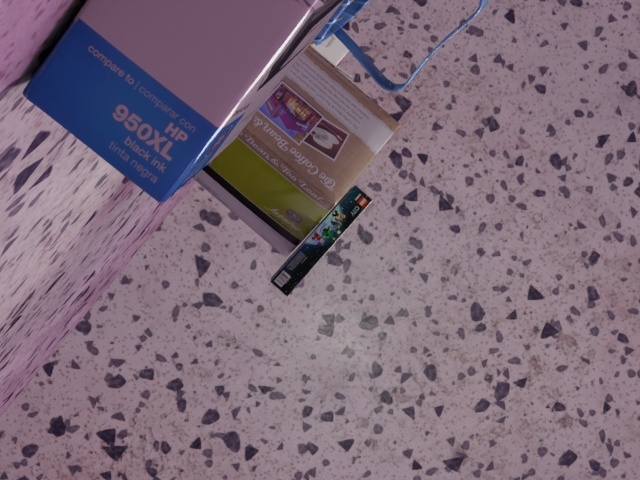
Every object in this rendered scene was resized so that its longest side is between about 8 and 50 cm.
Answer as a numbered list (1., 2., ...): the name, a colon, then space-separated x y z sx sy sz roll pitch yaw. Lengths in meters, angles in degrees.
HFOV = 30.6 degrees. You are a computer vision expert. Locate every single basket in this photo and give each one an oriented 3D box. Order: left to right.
1. basket: 0.083 -0.387 1.743 0.255 0.289 0.201 -41 -179 45

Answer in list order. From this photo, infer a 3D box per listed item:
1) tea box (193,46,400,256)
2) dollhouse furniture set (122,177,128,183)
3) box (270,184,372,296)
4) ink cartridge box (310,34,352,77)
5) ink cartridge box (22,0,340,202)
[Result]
1. tea box: -0.084 -0.190 2.169 0.220 0.329 0.323 -51 -177 -24
2. dollhouse furniture set: -0.287 -0.134 2.146 0.091 0.081 0.114 -48 -176 42
3. box: 0.000 0.000 2.159 0.233 0.044 0.159 -48 -179 0
4. ink cartridge box: 0.010 -0.435 2.521 0.067 0.198 0.115 -50 -177 7
5. ink cartridge box: -0.060 -0.259 1.088 0.395 0.166 0.285 -50 -177 19
